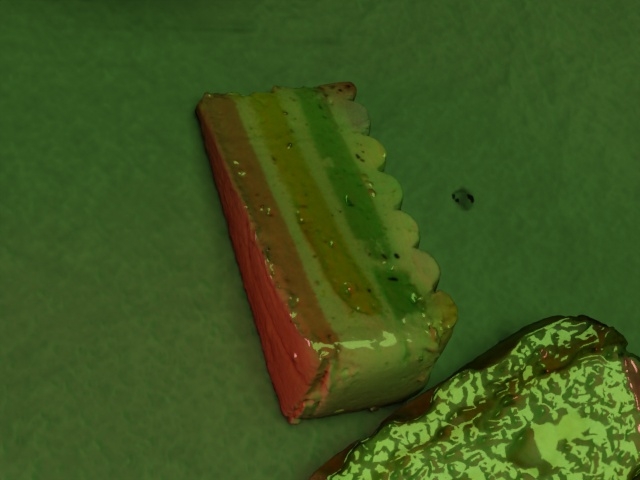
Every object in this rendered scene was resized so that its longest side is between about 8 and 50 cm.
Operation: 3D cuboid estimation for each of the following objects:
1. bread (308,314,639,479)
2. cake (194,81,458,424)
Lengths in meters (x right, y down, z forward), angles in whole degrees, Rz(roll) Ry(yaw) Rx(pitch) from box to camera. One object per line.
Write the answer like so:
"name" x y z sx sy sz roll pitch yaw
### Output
"bread" 0.111 0.140 0.921 0.232 0.088 0.128 -32 76 -18
"cake" 0.005 -0.006 0.927 0.109 0.090 0.225 -12 77 -18
